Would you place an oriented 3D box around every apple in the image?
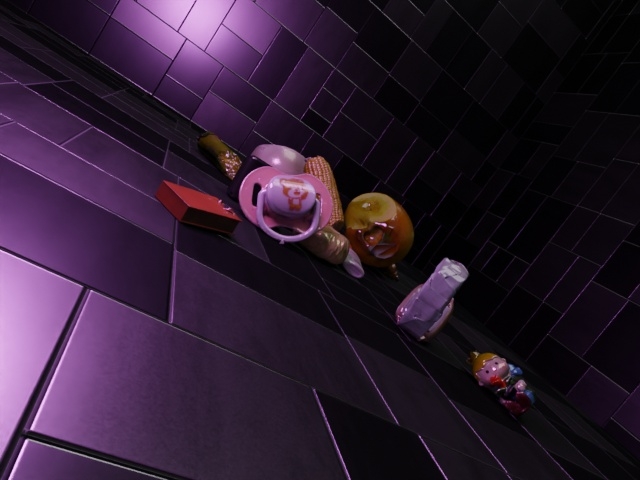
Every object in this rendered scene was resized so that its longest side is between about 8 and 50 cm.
[{"bbox_3d":[0.279,-0.045,2.310,0.384,0.374,0.374,40,8,-4],"label":"apple"}]

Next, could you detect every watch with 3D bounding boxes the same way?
[{"bbox_3d":[0.378,0.186,1.497,0.161,0.253,0.241,37,-29,15],"label":"watch"}]

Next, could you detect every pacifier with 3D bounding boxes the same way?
[{"bbox_3d":[-0.122,-0.130,1.606,0.331,0.221,0.273,8,16,-16],"label":"pacifier"}]

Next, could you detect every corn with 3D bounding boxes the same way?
[{"bbox_3d":[0.018,-0.211,2.112,0.144,0.143,0.388,20,47,-61],"label":"corn"}]

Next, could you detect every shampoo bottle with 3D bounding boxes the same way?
[{"bbox_3d":[0.124,0.075,1.908,0.108,0.051,0.221,37,15,-19],"label":"shampoo bottle"}]

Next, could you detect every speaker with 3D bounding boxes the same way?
[{"bbox_3d":[-0.203,-0.191,1.843,0.388,0.180,0.184,29,3,-41],"label":"speaker"}]

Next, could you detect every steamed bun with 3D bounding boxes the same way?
[{"bbox_3d":[-0.226,-0.358,2.412,0.324,0.207,0.324,11,-11,2],"label":"steamed bun"}]

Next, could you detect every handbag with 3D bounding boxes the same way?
[{"bbox_3d":[-0.300,-0.078,1.150,0.127,0.063,0.190,39,13,30],"label":"handbag"}]

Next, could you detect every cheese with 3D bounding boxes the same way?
[{"bbox_3d":[0.000,0.000,1.764,0.226,0.117,0.214,34,10,30],"label":"cheese"}]

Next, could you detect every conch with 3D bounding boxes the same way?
[{"bbox_3d":[0.350,0.130,2.506,0.232,0.086,0.080,41,9,27],"label":"conch"}]

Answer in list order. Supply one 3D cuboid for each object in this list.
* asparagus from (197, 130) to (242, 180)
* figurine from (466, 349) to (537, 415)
[{"bbox_3d":[-0.457,-0.390,2.141,0.108,0.129,0.382,-16,41,-31],"label":"asparagus"},{"bbox_3d":[0.563,0.444,1.463,0.234,0.127,0.185,50,22,26],"label":"figurine"}]
